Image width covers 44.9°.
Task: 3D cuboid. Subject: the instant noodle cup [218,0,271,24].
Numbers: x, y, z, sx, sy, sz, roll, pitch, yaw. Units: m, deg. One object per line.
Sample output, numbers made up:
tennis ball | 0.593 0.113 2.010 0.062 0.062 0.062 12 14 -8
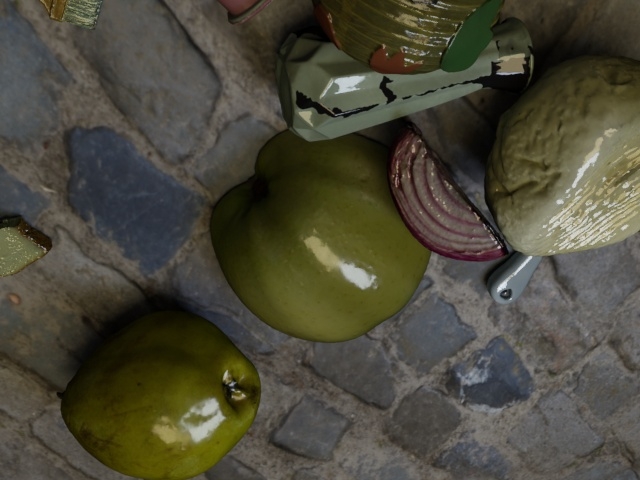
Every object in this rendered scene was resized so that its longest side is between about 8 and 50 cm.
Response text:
instant noodle cup | -0.118 -0.418 0.895 0.231 0.243 0.243 35 112 -25

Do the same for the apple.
apple | 0.000 0.000 1.320 0.360 0.320 0.311 34 157 -34

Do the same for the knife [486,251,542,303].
knife | 0.419 -0.018 1.448 0.080 0.044 0.331 24 112 -21

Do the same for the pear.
pear | -0.294 0.272 1.346 0.375 0.287 0.287 -3 131 16

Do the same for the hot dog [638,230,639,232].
hot dog | 0.652 -0.078 1.431 0.267 0.075 0.144 -5 130 -7

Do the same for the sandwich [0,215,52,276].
sandwich | -0.498 0.010 1.237 0.105 0.036 0.093 -35 128 14

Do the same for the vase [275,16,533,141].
vase | 0.121 -0.246 1.126 0.360 0.165 0.165 -11 129 -11

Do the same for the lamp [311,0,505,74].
lamp | 0.118 -0.338 0.929 0.250 0.250 0.284 8 136 -20

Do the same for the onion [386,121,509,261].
onion | 0.178 -0.057 1.209 0.111 0.247 0.250 -39 91 10

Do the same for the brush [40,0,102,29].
brush | -0.395 -0.340 1.012 0.218 0.010 0.083 11 123 -21

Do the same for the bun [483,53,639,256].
bun | 0.408 -0.142 1.216 0.349 0.227 0.352 -35 144 12
